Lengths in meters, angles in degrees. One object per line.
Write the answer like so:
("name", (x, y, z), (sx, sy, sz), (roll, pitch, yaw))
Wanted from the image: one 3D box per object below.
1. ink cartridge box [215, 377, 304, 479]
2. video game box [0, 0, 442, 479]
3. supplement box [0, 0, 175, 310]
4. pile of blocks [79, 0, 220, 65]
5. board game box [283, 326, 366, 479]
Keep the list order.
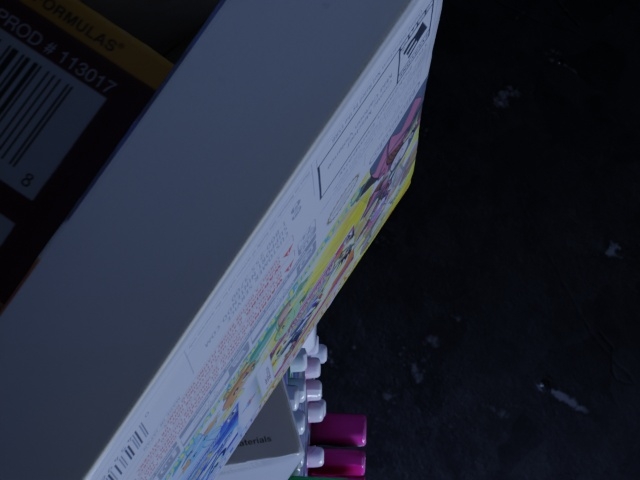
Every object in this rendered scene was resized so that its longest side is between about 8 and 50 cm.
("ink cartridge box", (-0.081, 0.039, 0.824), (0.082, 0.191, 0.140), (-9, 156, -20))
("video game box", (-0.039, 0.025, 0.508), (0.205, 0.048, 0.187), (-56, 169, -14))
("supplement box", (-0.106, -0.017, 0.551), (0.081, 0.104, 0.188), (-55, 177, -16))
("pile of blocks", (-0.014, -0.147, 0.675), (0.112, 0.149, 0.362), (-33, -176, 39))
("board game box", (0.000, 0.000, 1.104), (0.390, 0.050, 0.390), (-11, 101, -88))
